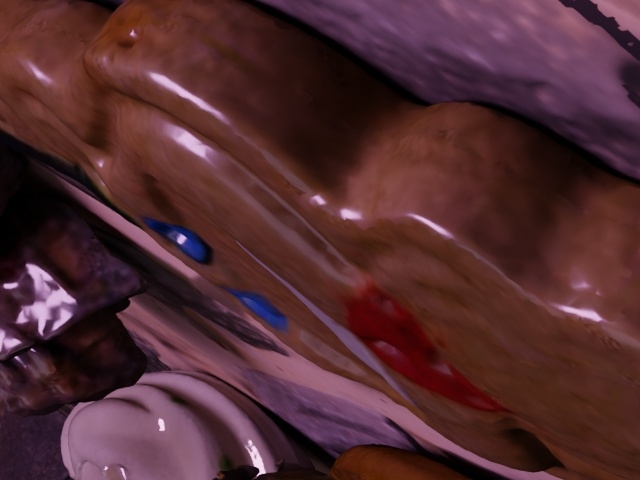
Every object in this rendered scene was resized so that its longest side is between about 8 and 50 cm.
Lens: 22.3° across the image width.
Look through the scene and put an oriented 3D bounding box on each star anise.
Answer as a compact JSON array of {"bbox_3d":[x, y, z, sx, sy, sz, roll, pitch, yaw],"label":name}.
[{"bbox_3d":[-0.190,0.001,0.807,0.236,0.109,0.223,33,163,19],"label":"star anise"}]

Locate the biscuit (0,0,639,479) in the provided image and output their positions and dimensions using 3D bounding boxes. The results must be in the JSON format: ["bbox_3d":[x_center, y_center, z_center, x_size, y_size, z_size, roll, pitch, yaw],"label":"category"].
[{"bbox_3d":[-0.006,-0.004,0.438,0.320,0.047,0.183,30,164,30],"label":"biscuit"}]

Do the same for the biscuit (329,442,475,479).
[{"bbox_3d":[0.119,0.173,0.782,0.262,0.037,0.262,33,167,9],"label":"biscuit"}]

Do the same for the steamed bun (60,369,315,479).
[{"bbox_3d":[-0.075,0.148,1.047,0.183,0.106,0.183,34,172,6],"label":"steamed bun"}]

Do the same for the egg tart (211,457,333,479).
[{"bbox_3d":[0.035,0.214,0.911,0.252,0.098,0.232,37,-151,-31],"label":"egg tart"}]
